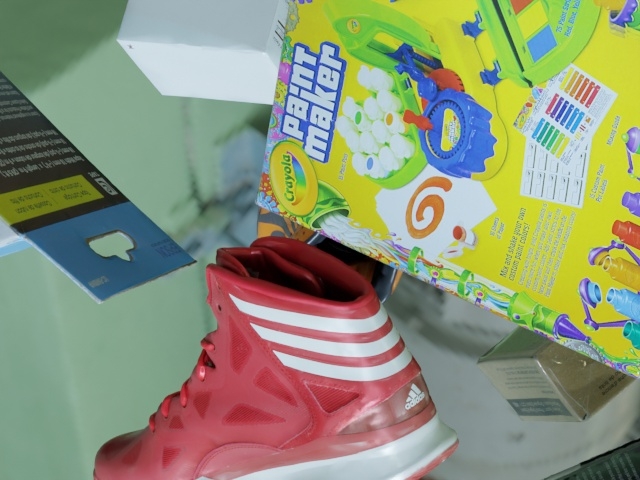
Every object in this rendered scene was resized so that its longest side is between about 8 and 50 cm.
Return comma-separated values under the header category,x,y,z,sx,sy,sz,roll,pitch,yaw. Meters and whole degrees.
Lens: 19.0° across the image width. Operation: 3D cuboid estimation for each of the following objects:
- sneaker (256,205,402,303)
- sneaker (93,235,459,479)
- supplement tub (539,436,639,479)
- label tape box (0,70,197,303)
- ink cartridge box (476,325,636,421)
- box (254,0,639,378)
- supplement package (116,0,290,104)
category,x,y,z,sx,sy,sz,roll,pitch,yaw
sneaker,0.000,0.000,1.640,0.321,0.124,0.180,-55,-170,56
sneaker,-0.040,0.062,0.933,0.087,0.221,0.128,-32,105,-52
supplement tub,0.307,0.262,1.614,0.338,0.207,0.207,-23,152,4
label tape box,-0.271,-0.052,1.392,0.106,0.333,0.240,-46,175,13
ink cartridge box,0.294,0.083,1.942,0.234,0.088,0.193,-38,-177,-12
box,0.134,-0.117,1.170,0.177,0.279,0.290,-53,163,-43
supplement package,-0.104,-0.285,2.265,0.149,0.194,0.203,52,49,-62
